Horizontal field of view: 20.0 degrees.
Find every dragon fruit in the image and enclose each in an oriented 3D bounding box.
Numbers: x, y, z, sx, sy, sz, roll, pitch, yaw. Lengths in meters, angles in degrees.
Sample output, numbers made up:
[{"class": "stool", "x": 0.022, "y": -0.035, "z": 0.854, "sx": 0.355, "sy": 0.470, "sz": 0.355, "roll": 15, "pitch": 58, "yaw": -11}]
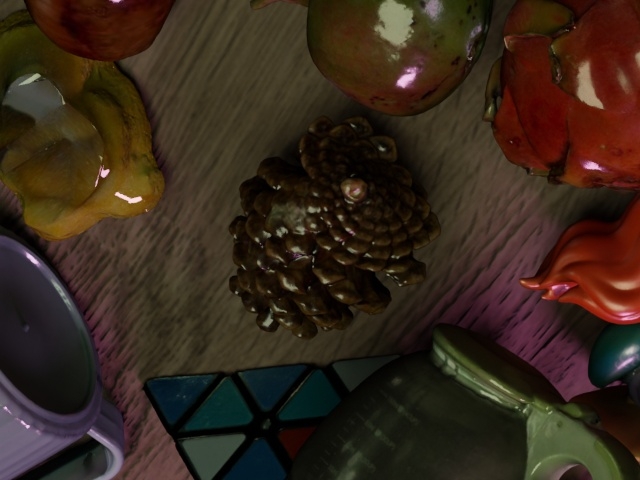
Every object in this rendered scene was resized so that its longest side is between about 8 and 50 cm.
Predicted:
[{"class": "dragon fruit", "x": 0.271, "y": -0.151, "z": 1.540, "sx": 0.250, "sy": 0.250, "sz": 0.315, "roll": 16, "pitch": 158, "yaw": 5}]

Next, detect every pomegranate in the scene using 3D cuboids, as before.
[{"class": "pomegranate", "x": 0.042, "y": -0.211, "z": 1.604, "sx": 0.224, "sy": 0.181, "sz": 0.181, "roll": 23, "pitch": 117, "yaw": 19}]

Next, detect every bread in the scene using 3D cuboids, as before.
[{"class": "bread", "x": -0.255, "y": -0.113, "z": 1.749, "sx": 0.160, "sy": 0.088, "sz": 0.233, "roll": -18, "pitch": 107, "yaw": 22}]

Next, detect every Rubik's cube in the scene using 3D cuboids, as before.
[{"class": "Rubik's cube", "x": -0.026, "y": 0.289, "z": 1.839, "sx": 0.284, "sy": 0.250, "sz": 0.234, "roll": -9, "pitch": 130, "yaw": 10}]

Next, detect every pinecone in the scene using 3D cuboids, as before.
[{"class": "pinecone", "x": -0.002, "y": -0.001, "z": 1.696, "sx": 0.168, "sy": 0.186, "sz": 0.212, "roll": 33, "pitch": 138, "yaw": -29}]

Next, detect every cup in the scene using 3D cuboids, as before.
[{"class": "cup", "x": -0.387, "y": 0.179, "z": 1.810, "sx": 0.311, "sy": 0.257, "sz": 0.331, "roll": -30, "pitch": 103, "yaw": 20}]

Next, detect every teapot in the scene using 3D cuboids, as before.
[{"class": "teapot", "x": 0.123, "y": 0.212, "z": 1.599, "sx": 0.239, "sy": 0.321, "sz": 0.239, "roll": 27, "pitch": 99, "yaw": -20}]

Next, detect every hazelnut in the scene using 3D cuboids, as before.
[{"class": "hazelnut", "x": -0.200, "y": -0.260, "z": 1.627, "sx": 0.178, "sy": 0.178, "sz": 0.204, "roll": 17, "pitch": 134, "yaw": 4}]

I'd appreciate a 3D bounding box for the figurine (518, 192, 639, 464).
[{"class": "figurine", "x": 0.301, "y": 0.059, "z": 1.663, "sx": 0.208, "sy": 0.181, "sz": 0.257, "roll": 18, "pitch": 111, "yaw": 36}]
